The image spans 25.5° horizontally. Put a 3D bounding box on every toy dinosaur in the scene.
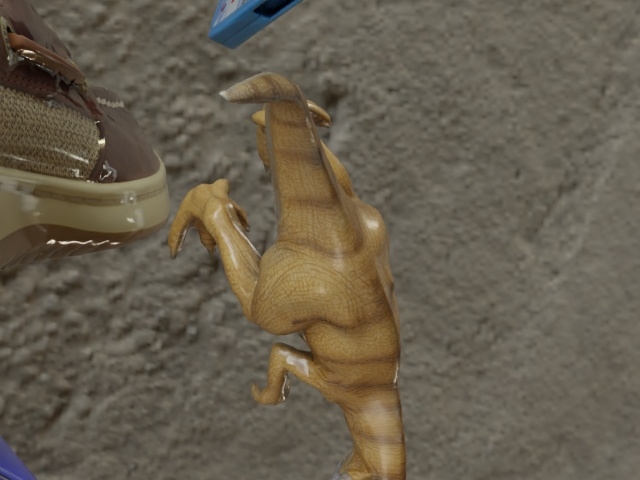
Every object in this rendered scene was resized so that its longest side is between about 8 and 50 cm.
[{"bbox_3d":[0.000,0.000,0.393,0.064,0.112,0.211,-29,136,-12],"label":"toy dinosaur"}]

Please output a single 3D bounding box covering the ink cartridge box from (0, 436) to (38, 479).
[{"bbox_3d":[-0.289,0.109,0.564,0.270,0.395,0.151,-50,140,-4],"label":"ink cartridge box"}]

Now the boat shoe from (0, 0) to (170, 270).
[{"bbox_3d":[-0.127,-0.055,0.450,0.342,0.123,0.123,-29,117,-79],"label":"boat shoe"}]

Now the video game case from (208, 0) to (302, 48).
[{"bbox_3d":[0.011,-0.145,0.525,0.015,0.166,0.119,24,73,-21],"label":"video game case"}]
